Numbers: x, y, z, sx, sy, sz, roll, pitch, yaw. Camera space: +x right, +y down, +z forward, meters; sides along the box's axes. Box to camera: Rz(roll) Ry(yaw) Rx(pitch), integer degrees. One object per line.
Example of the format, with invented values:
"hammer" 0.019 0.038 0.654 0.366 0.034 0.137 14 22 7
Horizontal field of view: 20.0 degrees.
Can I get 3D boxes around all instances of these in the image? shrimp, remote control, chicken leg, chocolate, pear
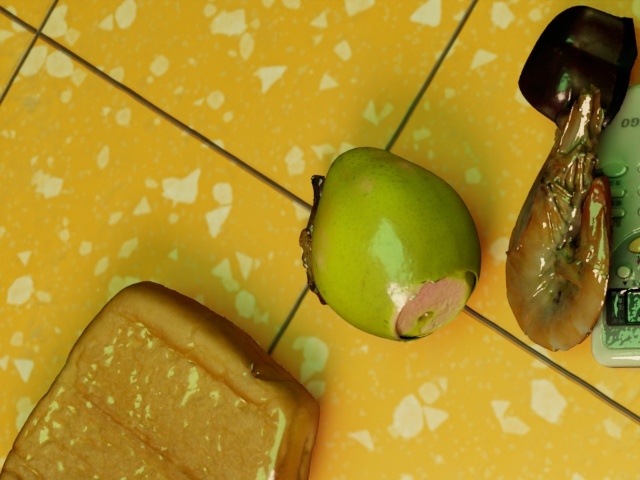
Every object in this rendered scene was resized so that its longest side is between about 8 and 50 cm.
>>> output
"shrimp" 0.257 -0.014 1.853 0.152 0.063 0.287 50 137 49
"remote control" 0.349 -0.017 1.875 0.140 0.056 0.296 -2 82 24
"chicken leg" -0.001 0.001 2.039 0.037 0.062 0.145 -3 79 -13
"chocolate" 0.260 -0.187 1.907 0.125 0.080 0.148 -14 52 54
"pear" 0.071 0.000 1.943 0.187 0.187 0.219 -47 53 12

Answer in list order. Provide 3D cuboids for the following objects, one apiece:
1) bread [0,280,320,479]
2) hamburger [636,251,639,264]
"bread" -0.164 0.240 2.030 0.337 0.148 0.328 31 91 28
"hamburger" 0.437 -0.025 1.751 0.262 0.139 0.243 19 85 33
